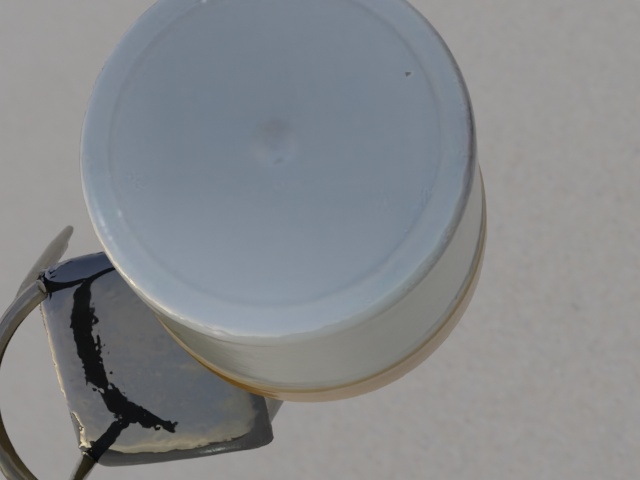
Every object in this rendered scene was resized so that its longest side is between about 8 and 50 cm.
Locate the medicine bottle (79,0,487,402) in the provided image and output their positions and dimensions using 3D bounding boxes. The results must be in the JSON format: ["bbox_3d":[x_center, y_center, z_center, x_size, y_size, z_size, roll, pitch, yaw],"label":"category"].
[{"bbox_3d":[-0.016,-0.031,1.187,0.238,0.238,0.232,-57,-13,-9],"label":"medicine bottle"}]

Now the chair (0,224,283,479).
[{"bbox_3d":[-0.130,0.083,1.391,0.166,0.188,0.272,-12,12,13],"label":"chair"}]
